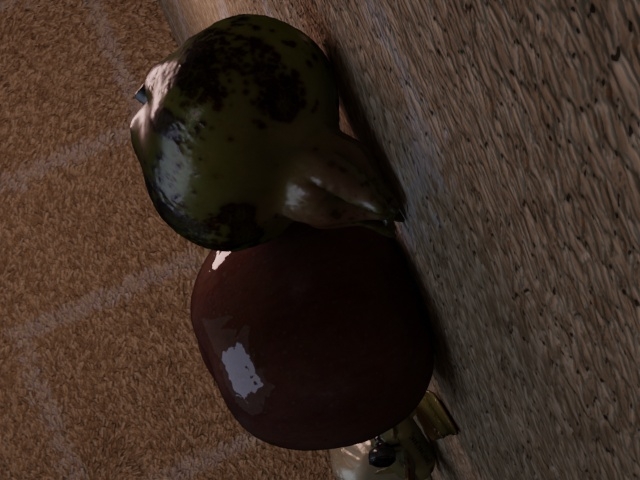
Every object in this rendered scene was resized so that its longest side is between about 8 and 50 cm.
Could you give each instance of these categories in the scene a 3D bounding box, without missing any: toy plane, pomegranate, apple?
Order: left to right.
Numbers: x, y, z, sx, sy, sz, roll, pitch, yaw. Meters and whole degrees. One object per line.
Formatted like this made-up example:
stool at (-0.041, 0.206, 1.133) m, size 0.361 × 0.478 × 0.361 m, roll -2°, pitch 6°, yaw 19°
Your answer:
pomegranate at (-0.059, -0.083, 1.214) m, size 0.276 × 0.204 × 0.222 m, roll 51°, pitch 140°, yaw 40°
apple at (-0.016, 0.094, 1.387) m, size 0.306 × 0.235 × 0.306 m, roll 63°, pitch 173°, yaw 13°
toy plane at (0.111, 0.281, 1.773) m, size 0.244 × 0.092 × 0.229 m, roll 78°, pitch -177°, yaw -53°

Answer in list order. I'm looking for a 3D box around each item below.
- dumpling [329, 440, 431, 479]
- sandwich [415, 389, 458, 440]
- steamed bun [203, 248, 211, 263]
dumpling at (0.093, 0.337, 2.071) m, size 0.166 × 0.126 × 0.216 m, roll -66°, pitch 27°, yaw 28°
sandwich at (0.138, 0.215, 1.498) m, size 0.083 × 0.031 × 0.044 m, roll -121°, pitch 10°, yaw -48°
steamed bun at (-0.072, 0.026, 1.829) m, size 0.289 × 0.203 × 0.276 m, roll 95°, pitch 151°, yaw -82°
